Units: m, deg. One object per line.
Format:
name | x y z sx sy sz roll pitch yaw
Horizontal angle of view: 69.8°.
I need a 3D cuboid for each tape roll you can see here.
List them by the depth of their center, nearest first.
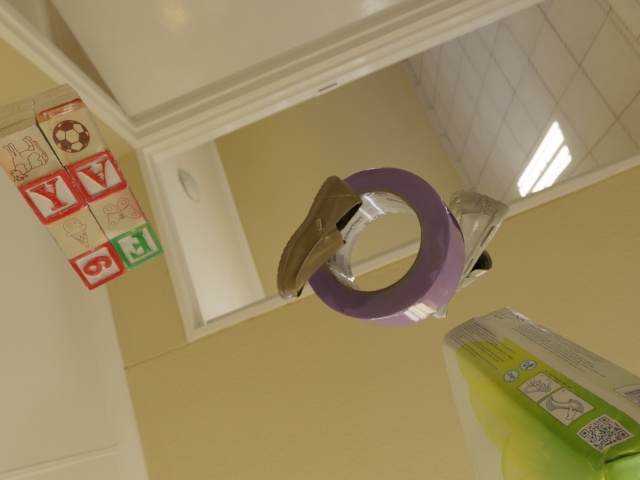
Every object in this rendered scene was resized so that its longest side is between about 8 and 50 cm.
tape roll | 0.077 0.010 0.572 0.080 0.189 0.189 31 -146 -57

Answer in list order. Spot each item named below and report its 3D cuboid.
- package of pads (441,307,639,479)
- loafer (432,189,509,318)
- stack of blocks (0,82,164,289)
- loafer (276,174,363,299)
package of pads | 0.223 0.228 0.407 0.229 0.101 0.296 -139 31 -75
loafer | 0.280 0.047 0.909 0.112 0.111 0.319 -63 -17 -44
stack of blocks | -0.299 -0.091 0.555 0.297 0.087 0.171 37 151 51
loafer | 0.000 0.000 0.496 0.050 0.148 0.056 24 173 15
